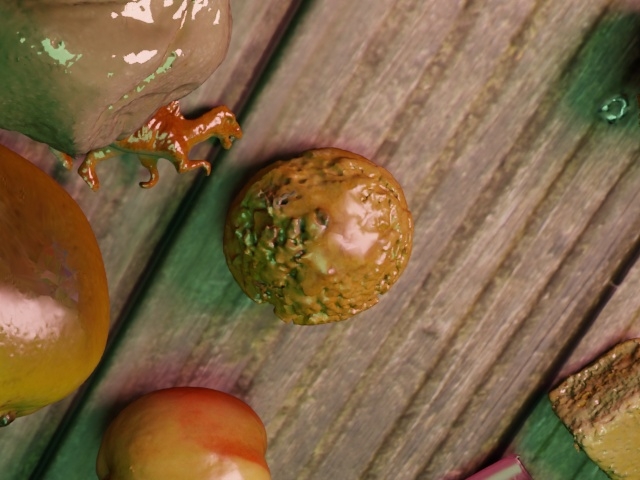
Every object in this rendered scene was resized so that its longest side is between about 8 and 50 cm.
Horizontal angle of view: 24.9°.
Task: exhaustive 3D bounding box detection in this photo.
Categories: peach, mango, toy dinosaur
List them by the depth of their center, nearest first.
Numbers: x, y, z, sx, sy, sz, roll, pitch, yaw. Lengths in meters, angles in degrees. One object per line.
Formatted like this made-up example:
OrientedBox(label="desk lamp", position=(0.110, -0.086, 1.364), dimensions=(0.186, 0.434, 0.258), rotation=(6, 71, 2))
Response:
OrientedBox(label="mango", position=(-0.332, 0.005, 1.221), dimensions=(0.182, 0.253, 0.365), rotation=(-18, 123, 37))
OrientedBox(label="toy dinosaur", position=(-0.176, -0.114, 1.295), dimensions=(0.142, 0.057, 0.212), rotation=(-44, 124, -1))
OrientedBox(label="peach", position=(-0.135, 0.233, 1.451), dimensions=(0.184, 0.184, 0.184), rotation=(-7, 123, -11))

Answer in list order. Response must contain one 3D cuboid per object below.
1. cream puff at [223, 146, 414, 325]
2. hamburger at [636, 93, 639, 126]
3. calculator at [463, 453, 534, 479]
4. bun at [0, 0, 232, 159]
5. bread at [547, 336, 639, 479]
OrientedBox(label="cream puff", position=(0.000, 0.000, 1.372), dimensions=(0.189, 0.129, 0.189), rotation=(-9, 123, -14))
OrientedBox(label="hamburger", position=(0.433, -0.122, 1.327), dimensions=(0.276, 0.294, 0.179), rotation=(-6, 108, -27))
OrientedBox(label="calculator", position=(0.207, 0.329, 1.694), dimensions=(0.126, 0.034, 0.190), rotation=(-31, 130, 3))
OrientedBox(label="bun", position=(-0.205, -0.187, 1.143), dimensions=(0.281, 0.282, 0.205), rotation=(-4, 147, -13))
OrientedBox(label="bread", position=(0.359, 0.209, 1.620), dimensions=(0.138, 0.102, 0.196), rotation=(-39, 126, 13))
